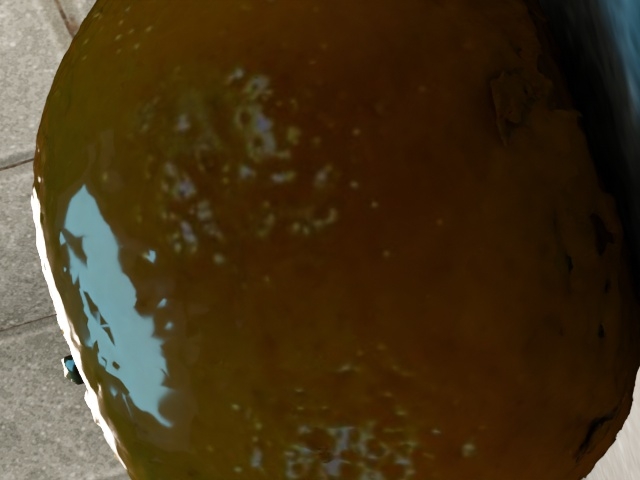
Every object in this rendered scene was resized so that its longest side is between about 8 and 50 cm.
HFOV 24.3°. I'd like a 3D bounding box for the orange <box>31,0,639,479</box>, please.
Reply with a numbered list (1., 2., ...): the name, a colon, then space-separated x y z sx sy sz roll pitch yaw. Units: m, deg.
1. orange: 0.000 0.000 0.418 0.193 0.161 0.193 166 90 -88
